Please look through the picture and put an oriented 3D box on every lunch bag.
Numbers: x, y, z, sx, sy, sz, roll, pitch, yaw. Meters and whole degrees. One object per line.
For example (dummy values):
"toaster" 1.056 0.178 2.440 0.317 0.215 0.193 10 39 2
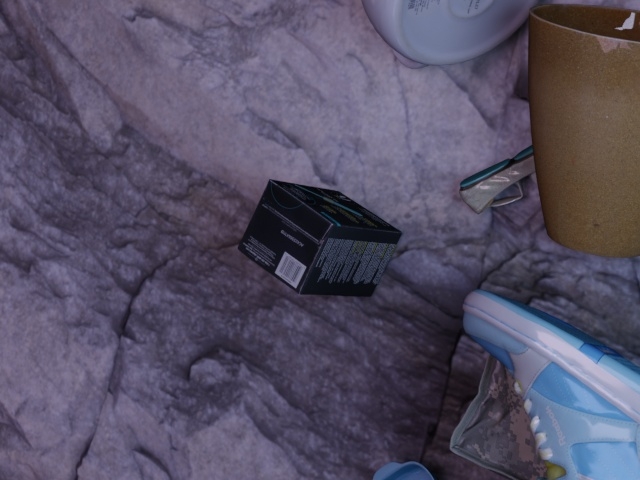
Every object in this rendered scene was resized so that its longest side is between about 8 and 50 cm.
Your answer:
"lunch bag" 0.327 0.223 1.618 0.287 0.235 0.169 27 99 33

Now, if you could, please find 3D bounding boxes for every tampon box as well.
"tampon box" 0.000 0.000 1.900 0.120 0.161 0.101 35 106 32

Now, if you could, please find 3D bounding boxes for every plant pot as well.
"plant pot" 0.331 -0.119 1.669 0.237 0.237 0.254 21 113 33

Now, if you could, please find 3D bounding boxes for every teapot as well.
"teapot" 0.142 -0.346 1.802 0.256 0.252 0.187 -42 50 11

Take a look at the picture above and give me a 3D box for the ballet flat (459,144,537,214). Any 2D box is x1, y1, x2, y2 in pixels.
"ballet flat" 0.246 -0.083 1.816 0.168 0.057 0.052 -28 99 33

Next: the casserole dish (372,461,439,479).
"casserole dish" 0.129 0.364 1.862 0.114 0.037 0.188 -38 67 26

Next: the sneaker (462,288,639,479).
"sneaker" 0.230 0.196 1.467 0.319 0.127 0.208 34 99 33
